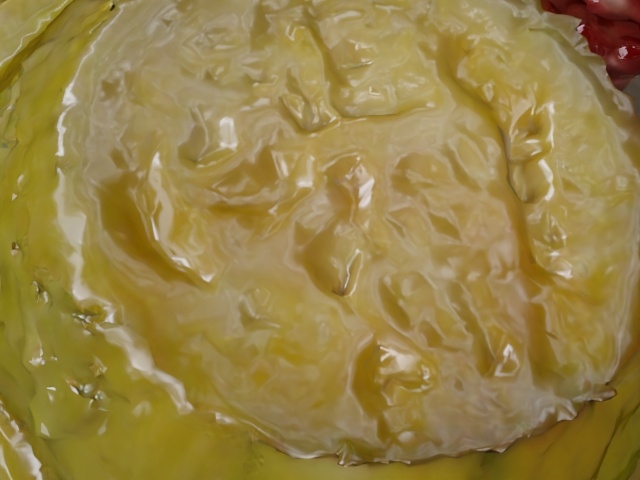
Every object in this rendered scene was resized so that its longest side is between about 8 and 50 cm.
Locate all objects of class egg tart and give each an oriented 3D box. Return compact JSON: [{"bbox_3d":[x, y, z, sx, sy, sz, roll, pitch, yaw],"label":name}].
[{"bbox_3d":[0.000,0.000,0.384,0.288,0.118,0.288,4,65,-9],"label":"egg tart"}]

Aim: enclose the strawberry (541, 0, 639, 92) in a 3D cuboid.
[{"bbox_3d":[0.154,-0.192,0.662,0.149,0.336,0.265,40,62,-8],"label":"strawberry"}]
